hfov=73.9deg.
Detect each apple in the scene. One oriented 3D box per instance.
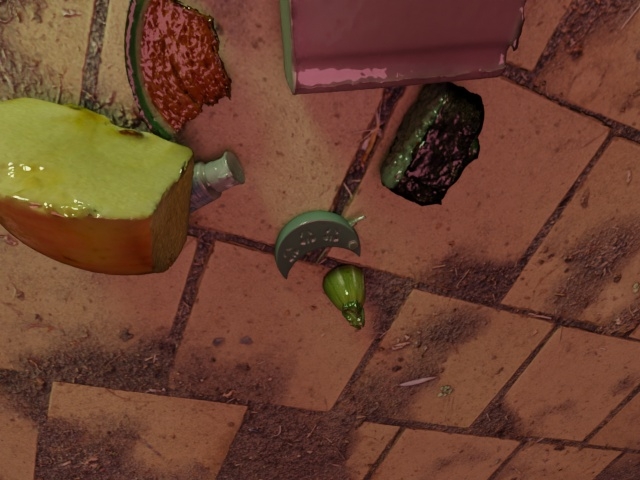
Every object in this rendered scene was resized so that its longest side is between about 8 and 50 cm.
[{"bbox_3d":[-0.371,-0.084,0.671,0.309,0.314,0.252,14,85,-5],"label":"apple"}]

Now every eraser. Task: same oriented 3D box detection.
[{"bbox_3d":[0.121,-0.373,0.631,0.360,0.122,0.272,-9,133,-8],"label":"eraser"}]

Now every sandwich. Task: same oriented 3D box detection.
[{"bbox_3d":[-0.237,-0.291,0.678,0.159,0.079,0.235,-19,127,-10],"label":"sandwich"}]

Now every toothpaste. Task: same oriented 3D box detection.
[{"bbox_3d":[-0.287,-0.078,0.804,0.300,0.073,0.114,-21,124,14],"label":"toothpaste"}]

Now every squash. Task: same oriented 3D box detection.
[{"bbox_3d":[0.065,0.132,0.951,0.105,0.132,0.105,-5,124,-8],"label":"squash"}]

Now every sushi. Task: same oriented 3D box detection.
[{"bbox_3d":[0.211,-0.176,0.794,0.127,0.124,0.224,17,111,-20],"label":"sushi"}]

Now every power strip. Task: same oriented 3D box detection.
[{"bbox_3d":[0.000,0.000,0.911,0.216,0.044,0.137,-19,122,2],"label":"power strip"}]
